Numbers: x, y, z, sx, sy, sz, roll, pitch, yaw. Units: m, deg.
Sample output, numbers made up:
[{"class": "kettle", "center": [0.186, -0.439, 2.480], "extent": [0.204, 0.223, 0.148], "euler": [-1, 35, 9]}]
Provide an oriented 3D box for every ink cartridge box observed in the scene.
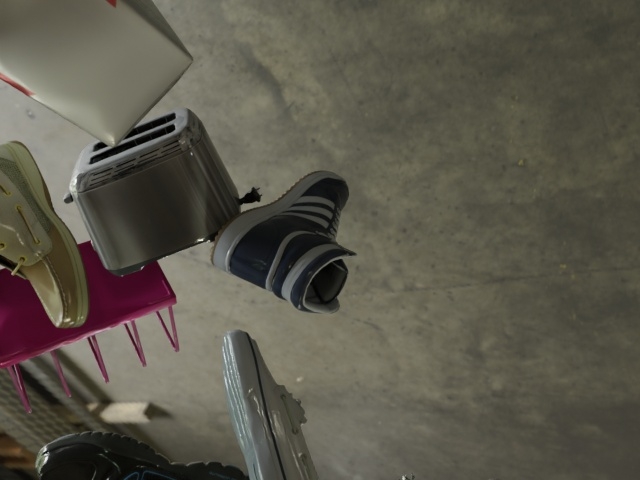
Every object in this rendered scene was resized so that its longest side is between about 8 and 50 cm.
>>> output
[{"class": "ink cartridge box", "center": [-0.287, -0.265, 0.698], "extent": [0.131, 0.306, 0.226], "euler": [-43, 142, 12]}]

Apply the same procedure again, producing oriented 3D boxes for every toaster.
[{"class": "toaster", "center": [-0.200, -0.066, 0.882], "extent": [0.226, 0.129, 0.147], "euler": [-20, 122, 3]}]

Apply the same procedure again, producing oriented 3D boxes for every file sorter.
[{"class": "file sorter", "center": [-0.418, 0.143, 1.254], "extent": [0.202, 0.290, 0.182], "euler": [51, 152, 39]}]

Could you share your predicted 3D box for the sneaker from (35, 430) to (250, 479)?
[{"class": "sneaker", "center": [-0.269, 0.379, 1.035], "extent": [0.340, 0.140, 0.125], "euler": [10, 139, 7]}]

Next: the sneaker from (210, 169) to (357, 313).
[{"class": "sneaker", "center": [0.000, 0.000, 0.924], "extent": [0.153, 0.282, 0.099], "euler": [27, 123, 21]}]

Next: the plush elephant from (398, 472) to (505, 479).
[{"class": "plush elephant", "center": [0.272, 0.519, 1.194], "extent": [0.255, 0.330, 0.272], "euler": [-14, 179, -19]}]

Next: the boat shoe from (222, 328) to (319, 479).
[{"class": "boat shoe", "center": [-0.053, 0.206, 0.792], "extent": [0.075, 0.226, 0.083], "euler": [-8, 163, -23]}]

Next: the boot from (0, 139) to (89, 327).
[{"class": "boot", "center": [-0.332, 0.007, 0.682], "extent": [0.077, 0.165, 0.213], "euler": [-38, 77, 42]}]
